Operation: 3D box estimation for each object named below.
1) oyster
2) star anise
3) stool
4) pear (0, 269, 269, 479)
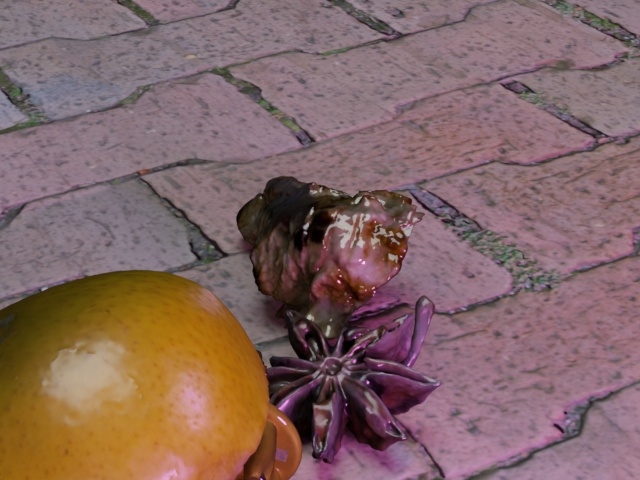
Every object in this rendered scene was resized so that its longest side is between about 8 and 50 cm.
[{"bbox_3d":[0.005,-0.006,1.843,0.197,0.133,0.337,-35,19,-4],"label":"oyster"},{"bbox_3d":[0.028,0.140,1.632,0.231,0.089,0.209,-16,43,-13],"label":"star anise"},{"bbox_3d":[-0.081,0.212,1.488,0.135,0.134,0.110,-40,13,31],"label":"stool"},{"bbox_3d":[-0.231,0.159,1.376,0.340,0.191,0.386,-19,28,36],"label":"pear"}]
